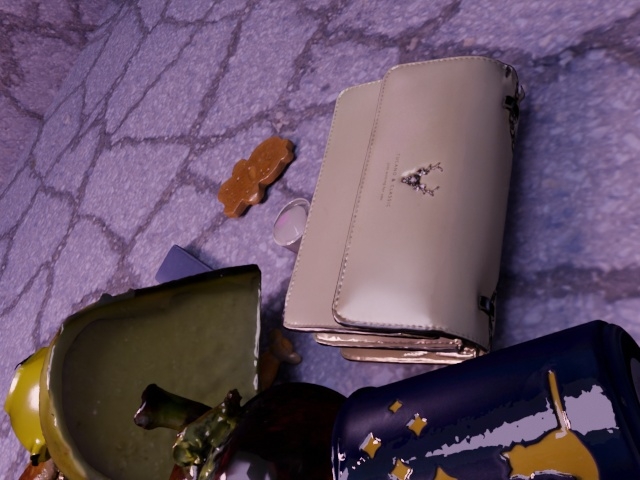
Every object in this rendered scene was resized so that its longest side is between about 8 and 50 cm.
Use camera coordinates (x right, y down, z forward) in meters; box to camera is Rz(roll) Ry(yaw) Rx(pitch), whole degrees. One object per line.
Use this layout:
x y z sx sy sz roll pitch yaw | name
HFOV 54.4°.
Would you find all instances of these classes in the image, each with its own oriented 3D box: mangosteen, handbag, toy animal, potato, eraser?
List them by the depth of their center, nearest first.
-0.067 0.241 0.663 0.231 0.289 0.231 -51 10 12 | mangosteen
0.111 -0.037 0.766 0.236 0.160 0.358 -4 61 36 | handbag
-0.235 0.204 0.829 0.213 0.280 0.330 -29 61 51 | potato
-0.068 0.174 0.890 0.083 0.060 0.081 -50 -1 11 | toy animal
-0.248 0.070 1.165 0.225 0.036 0.082 24 83 51 | eraser

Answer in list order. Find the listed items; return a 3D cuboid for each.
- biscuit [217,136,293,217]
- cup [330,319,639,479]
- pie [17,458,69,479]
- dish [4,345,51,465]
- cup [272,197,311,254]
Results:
-0.124 -0.123 1.174 0.184 0.027 0.133 -53 38 3 | biscuit
0.184 0.218 0.552 0.256 0.255 0.178 -25 11 30 | cup
-0.534 0.471 1.164 0.193 0.079 0.163 -60 34 -1 | pie
-0.489 0.270 1.124 0.262 0.108 0.221 -136 65 -85 | dish
0.000 0.000 0.887 0.074 0.116 0.104 -57 38 -2 | cup
